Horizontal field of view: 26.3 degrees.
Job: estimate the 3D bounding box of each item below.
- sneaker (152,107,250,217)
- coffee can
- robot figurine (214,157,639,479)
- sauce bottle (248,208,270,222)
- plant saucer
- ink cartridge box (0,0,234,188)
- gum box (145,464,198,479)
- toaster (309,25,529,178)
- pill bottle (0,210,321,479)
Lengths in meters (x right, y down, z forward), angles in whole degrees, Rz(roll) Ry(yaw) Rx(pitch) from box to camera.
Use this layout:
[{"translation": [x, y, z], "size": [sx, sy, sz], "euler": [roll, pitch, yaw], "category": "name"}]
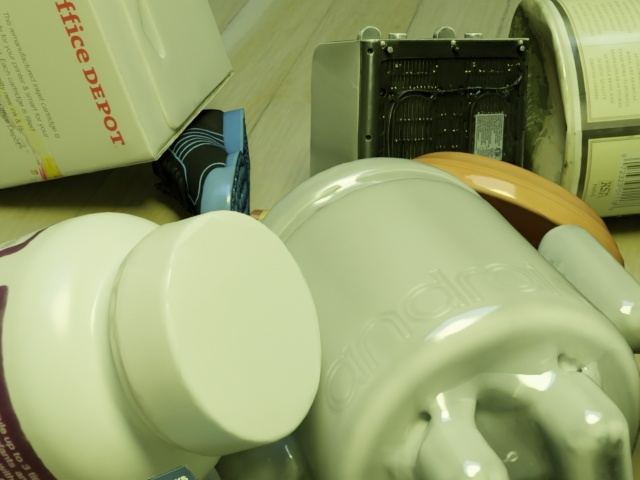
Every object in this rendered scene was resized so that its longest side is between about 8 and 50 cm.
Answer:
[{"translation": [-0.111, -0.057, 1.238], "size": [0.090, 0.081, 0.232], "euler": [-6, 23, 1], "category": "sneaker"}, {"translation": [0.320, -0.124, 1.196], "size": [0.275, 0.202, 0.201], "euler": [-5, 30, -6], "category": "coffee can"}, {"translation": [0.064, 0.074, 0.862], "size": [0.300, 0.200, 0.353], "euler": [-18, 32, -14], "category": "robot figurine"}, {"translation": [0.000, 0.000, 1.158], "size": [0.128, 0.042, 0.042], "euler": [7, 30, 18], "category": "sauce bottle"}, {"translation": [0.137, -0.014, 1.039], "size": [0.200, 0.200, 0.037], "euler": [15, 73, 27], "category": "plant saucer"}, {"translation": [-0.259, -0.179, 1.263], "size": [0.270, 0.198, 0.197], "euler": [-8, 26, 25], "category": "ink cartridge box"}, {"translation": [-0.031, 0.221, 0.651], "size": [0.041, 0.157, 0.184], "euler": [-20, 33, -29], "category": "gum box"}, {"translation": [0.087, -0.089, 1.169], "size": [0.168, 0.186, 0.110], "euler": [-5, 13, -27], "category": "toaster"}, {"translation": [-0.153, 0.080, 0.791], "size": [0.301, 0.169, 0.169], "euler": [-17, 18, 35], "category": "pill bottle"}]
